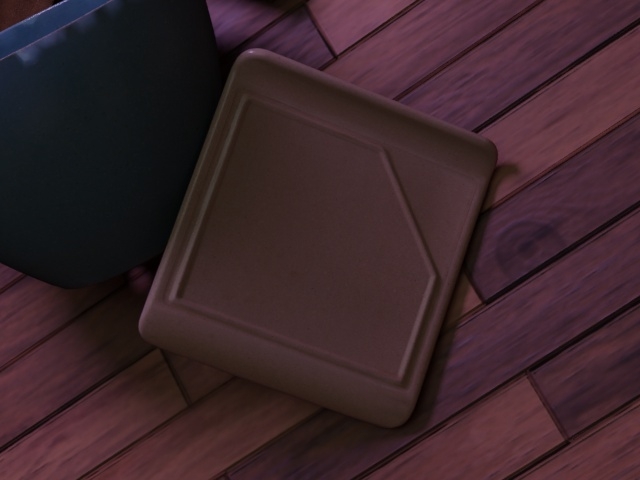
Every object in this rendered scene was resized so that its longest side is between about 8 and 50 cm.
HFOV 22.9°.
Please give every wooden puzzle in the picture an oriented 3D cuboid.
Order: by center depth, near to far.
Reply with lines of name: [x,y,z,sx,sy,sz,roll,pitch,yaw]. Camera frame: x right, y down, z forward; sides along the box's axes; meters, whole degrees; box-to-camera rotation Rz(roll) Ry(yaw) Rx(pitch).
wooden puzzle: [0.000,0.000,1.213,0.221,0.044,0.238,21,86,-10]

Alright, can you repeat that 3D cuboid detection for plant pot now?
plant pot: [-0.191,-0.078,1.253,0.290,0.290,0.195,-23,105,14]

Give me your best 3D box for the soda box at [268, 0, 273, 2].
soda box: [-0.113,-0.266,1.364,0.181,0.058,0.061,23,85,26]

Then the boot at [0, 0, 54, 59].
boot: [-0.283,-0.279,1.431,0.115,0.112,0.305,12,75,-7]
